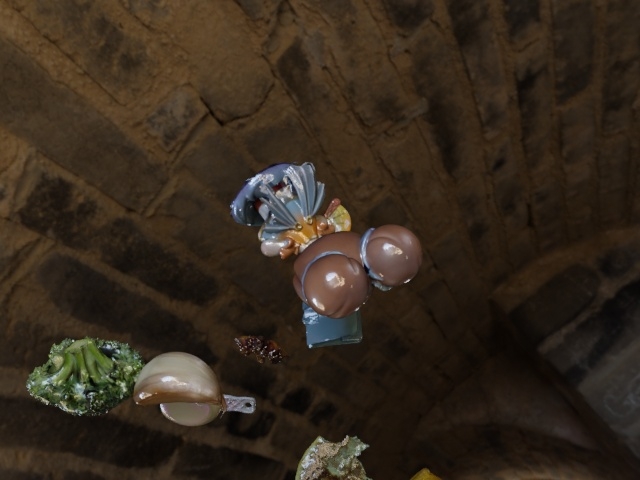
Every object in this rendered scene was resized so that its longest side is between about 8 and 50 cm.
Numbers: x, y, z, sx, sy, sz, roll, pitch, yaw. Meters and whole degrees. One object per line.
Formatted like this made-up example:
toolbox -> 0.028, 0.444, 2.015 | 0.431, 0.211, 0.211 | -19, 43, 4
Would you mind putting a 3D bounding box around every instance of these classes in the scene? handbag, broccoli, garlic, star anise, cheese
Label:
handbag -> 0.024, 0.152, 1.546 | 0.144, 0.221, 0.057 | -10, -31, 9
broccoli -> -0.519, 0.302, 1.403 | 0.226, 0.198, 0.176 | -24, -58, 20
garlic -> -0.304, 0.306, 1.349 | 0.206, 0.128, 0.115 | 8, -16, 5
star anise -> -0.169, 0.311, 1.784 | 0.168, 0.167, 0.057 | 63, -137, -56
cheese -> -0.332, 0.474, 1.843 | 0.286, 0.082, 0.163 | 1, -66, 5

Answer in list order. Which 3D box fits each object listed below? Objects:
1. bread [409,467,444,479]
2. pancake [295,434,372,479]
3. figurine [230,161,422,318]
bread -> 0.171, 0.575, 1.200 | 0.269, 0.142, 0.195 | -44, -22, -18
pancake -> 0.052, 0.756, 1.719 | 0.304, 0.427, 0.067 | -21, -12, -16
figurine -> 0.001, 0.000, 1.335 | 0.276, 0.388, 0.248 | -27, -26, -28
